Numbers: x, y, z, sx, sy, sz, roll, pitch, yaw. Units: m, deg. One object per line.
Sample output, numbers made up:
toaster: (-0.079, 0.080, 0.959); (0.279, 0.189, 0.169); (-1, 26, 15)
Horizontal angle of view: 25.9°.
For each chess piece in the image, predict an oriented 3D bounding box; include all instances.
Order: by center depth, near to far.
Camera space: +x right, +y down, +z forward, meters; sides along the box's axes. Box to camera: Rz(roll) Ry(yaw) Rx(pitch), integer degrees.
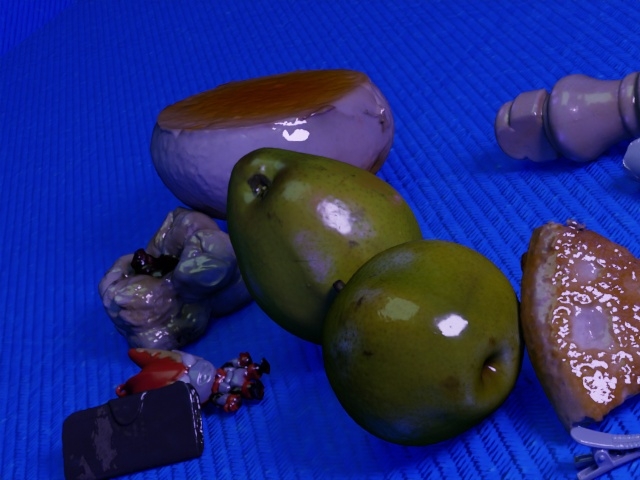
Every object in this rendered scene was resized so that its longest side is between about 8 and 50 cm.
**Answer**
chess piece: (0.363, -0.149, 1.453); (0.397, 0.117, 0.117); (-10, 30, 36)

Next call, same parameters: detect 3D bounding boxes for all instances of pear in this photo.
pear: (0.071, 0.079, 1.205); (0.216, 0.166, 0.180); (24, 69, 39)
pear: (0.000, 0.000, 1.374); (0.187, 0.219, 0.187); (-30, 22, 13)

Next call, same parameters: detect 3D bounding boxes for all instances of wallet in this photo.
wallet: (-0.188, 0.193, 1.384); (0.157, 0.018, 0.082); (-15, 68, 20)

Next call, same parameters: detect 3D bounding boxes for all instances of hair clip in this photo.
hair clip: (0.246, 0.149, 1.065); (0.115, 0.039, 0.030); (-19, 31, 11)

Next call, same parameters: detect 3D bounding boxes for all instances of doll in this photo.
doll: (-0.133, 0.149, 1.420); (0.169, 0.057, 0.109); (-3, 48, 17)

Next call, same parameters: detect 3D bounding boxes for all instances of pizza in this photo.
pizza: (0.242, 0.062, 1.162); (0.161, 0.062, 0.182); (-15, 64, -10)

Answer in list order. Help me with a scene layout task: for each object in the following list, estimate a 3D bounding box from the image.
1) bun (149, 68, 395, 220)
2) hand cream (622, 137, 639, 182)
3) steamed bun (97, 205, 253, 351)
bun: (-0.050, -0.098, 1.684); (0.299, 0.164, 0.299); (-11, 19, 4)
hand cream: (0.374, -0.056, 1.330); (0.078, 0.050, 0.205); (-35, 30, -17)
steamed bun: (-0.173, 0.037, 1.613); (0.178, 0.106, 0.192); (-30, 23, -11)
